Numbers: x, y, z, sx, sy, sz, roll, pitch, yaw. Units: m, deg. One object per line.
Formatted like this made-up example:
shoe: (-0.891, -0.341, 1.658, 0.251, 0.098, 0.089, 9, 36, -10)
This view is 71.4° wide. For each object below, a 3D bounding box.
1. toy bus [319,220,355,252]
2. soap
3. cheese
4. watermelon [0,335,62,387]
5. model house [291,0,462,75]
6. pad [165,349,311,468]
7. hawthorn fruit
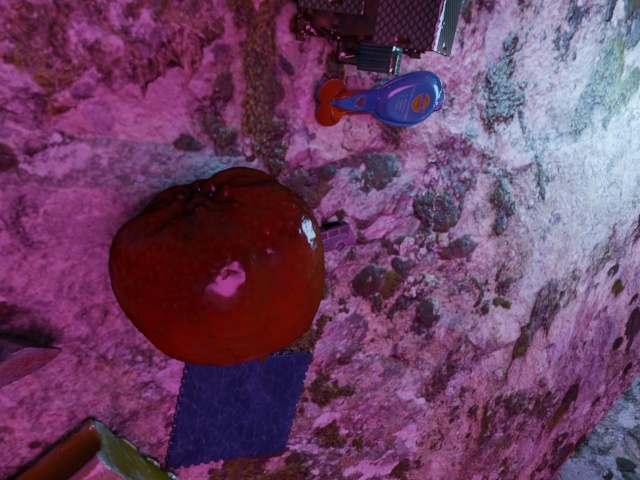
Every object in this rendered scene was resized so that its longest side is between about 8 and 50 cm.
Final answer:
toy bus: (0.000, 0.000, 0.824, 0.131, 0.037, 0.052, -17, 113, -20)
soap: (-0.417, 0.487, 0.759, 0.281, 0.143, 0.259, -41, 124, -12)
cheese: (0.109, -0.242, 0.769, 0.256, 0.037, 0.106, -8, 134, -20)
watermelon: (-0.465, 0.182, 0.640, 0.180, 0.081, 0.094, -24, 138, 1)
model house: (0.111, -0.330, 0.635, 0.271, 0.206, 0.178, -1, 111, -28)
pad: (-0.161, 0.340, 0.901, 0.269, 0.012, 0.269, 4, 109, -30)
hawthorn fruit: (-0.128, 0.067, 0.651, 0.287, 0.287, 0.330, -26, 126, -16)
